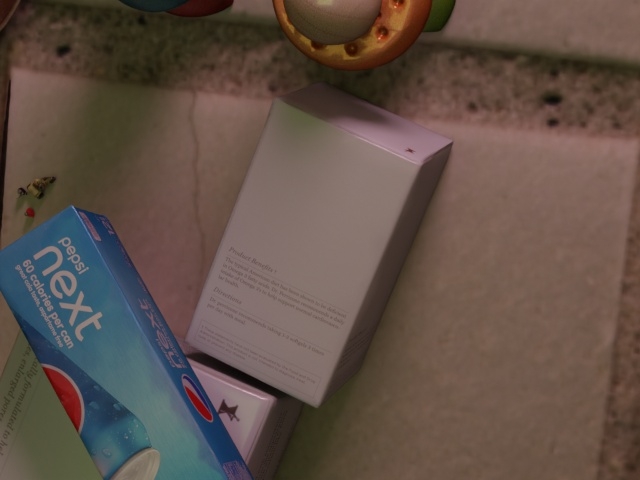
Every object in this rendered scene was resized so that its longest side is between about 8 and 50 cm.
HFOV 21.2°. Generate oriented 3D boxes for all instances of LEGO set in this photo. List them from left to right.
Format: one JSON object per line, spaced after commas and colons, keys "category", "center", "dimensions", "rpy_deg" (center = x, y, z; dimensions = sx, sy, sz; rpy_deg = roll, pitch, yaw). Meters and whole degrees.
{"category": "LEGO set", "center": [-0.195, -0.004, 1.233], "dimensions": [0.054, 0.023, 0.083], "rpy_deg": [-40, 87, 20]}

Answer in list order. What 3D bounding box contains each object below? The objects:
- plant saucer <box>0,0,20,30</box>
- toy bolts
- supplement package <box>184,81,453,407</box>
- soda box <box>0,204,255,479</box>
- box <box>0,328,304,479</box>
{"category": "plant saucer", "center": [-0.285, -0.220, 1.214], "dimensions": [0.198, 0.036, 0.198], "rpy_deg": [3, 101, 17]}
{"category": "toy bolts", "center": [-0.044, -0.213, 1.076], "dimensions": [0.228, 0.158, 0.218], "rpy_deg": [-1, 100, 17]}
{"category": "supplement package", "center": [0.000, 0.000, 1.132], "dimensions": [0.105, 0.105, 0.179], "rpy_deg": [26, 107, 12]}
{"category": "soda box", "center": [-0.125, 0.086, 1.082], "dimensions": [0.071, 0.067, 0.210], "rpy_deg": [-32, 80, 7]}
{"category": "box", "center": [-0.132, 0.153, 1.174], "dimensions": [0.182, 0.119, 0.181], "rpy_deg": [23, 91, 11]}
